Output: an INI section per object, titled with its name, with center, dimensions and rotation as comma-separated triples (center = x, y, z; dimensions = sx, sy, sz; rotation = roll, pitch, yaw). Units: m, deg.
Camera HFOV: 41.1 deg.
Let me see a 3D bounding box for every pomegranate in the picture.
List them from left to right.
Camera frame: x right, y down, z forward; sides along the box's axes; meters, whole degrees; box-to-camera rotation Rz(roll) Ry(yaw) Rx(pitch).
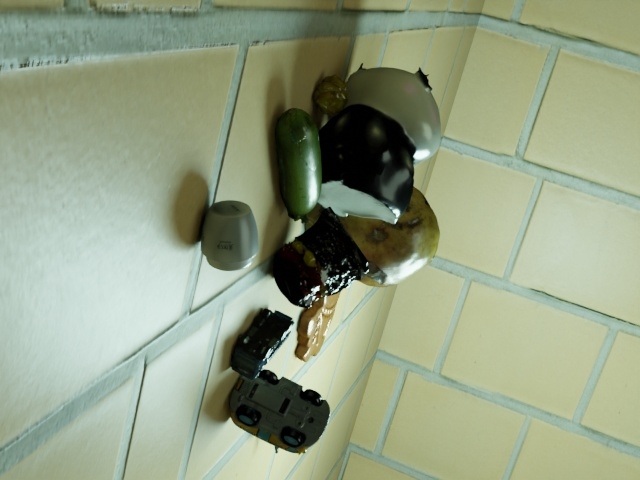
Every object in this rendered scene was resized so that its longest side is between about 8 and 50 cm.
[pomegranate]
center = 0.153, -0.026, 2.109
dimensions = 0.281, 0.281, 0.281
rotation = 20, 90, -77

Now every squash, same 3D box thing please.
[squash]
center = -0.039, -0.122, 1.589
dimensions = 0.331, 0.087, 0.087
rotation = 91, 23, -58

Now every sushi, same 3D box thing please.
[sushi]
center = -0.018, 0.057, 1.779
dimensions = 0.151, 0.153, 0.172
rotation = -29, 167, -24

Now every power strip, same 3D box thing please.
[power strip]
center = 0.000, 0.000, 1.979
dimensions = 0.064, 0.044, 0.305
rotation = -45, 158, -23

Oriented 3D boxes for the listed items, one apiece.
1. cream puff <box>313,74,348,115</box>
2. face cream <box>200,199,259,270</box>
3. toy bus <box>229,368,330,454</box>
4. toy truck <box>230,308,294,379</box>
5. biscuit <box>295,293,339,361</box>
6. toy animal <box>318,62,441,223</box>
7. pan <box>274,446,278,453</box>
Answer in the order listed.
[cream puff]
center = 0.024, -0.280, 1.659
dimensions = 0.083, 0.058, 0.083
rotation = -54, 159, -46
[face cream]
center = -0.141, -0.008, 1.328
dimensions = 0.091, 0.091, 0.095
rotation = -49, 147, -57
[toy bus]
center = -0.092, 0.376, 1.838
dimensions = 0.136, 0.210, 0.126
rotation = 109, 7, -55
[toy truck]
center = -0.119, 0.209, 1.782
dimensions = 0.201, 0.074, 0.088
rotation = -49, 164, -58
[biscuit]
center = 0.011, 0.183, 2.303
dimensions = 0.284, 0.043, 0.306
rotation = 72, 39, -69
[toy animal]
center = 0.115, -0.210, 1.745
dimensions = 0.251, 0.251, 0.309
rotation = 71, 36, -69
[pan]
center = -0.128, 0.462, 2.139
dimensions = 0.128, 0.048, 0.201
rotation = -30, 136, -68
